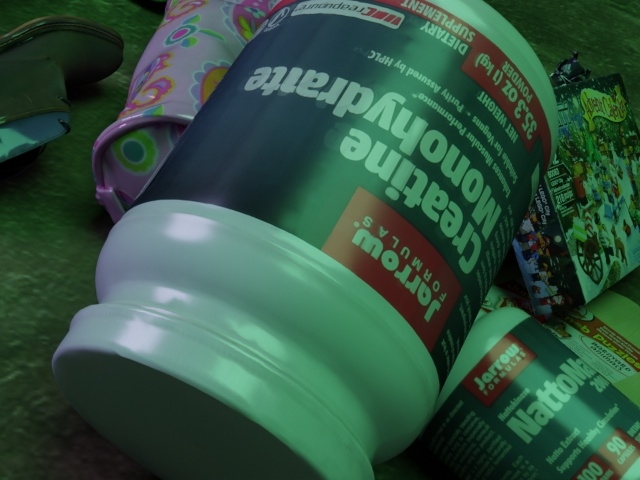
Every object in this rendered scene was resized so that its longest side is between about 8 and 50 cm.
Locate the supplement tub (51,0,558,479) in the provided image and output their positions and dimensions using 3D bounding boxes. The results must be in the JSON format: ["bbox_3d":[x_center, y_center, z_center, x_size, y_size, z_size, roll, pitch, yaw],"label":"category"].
[{"bbox_3d":[0.000,0.000,0.603,0.191,0.191,0.272,30,61,1],"label":"supplement tub"}]

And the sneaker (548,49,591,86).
[{"bbox_3d":[0.249,-0.171,1.167,0.098,0.069,0.038,-13,52,-44],"label":"sneaker"}]

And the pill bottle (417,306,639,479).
[{"bbox_3d":[0.118,0.106,0.694,0.180,0.108,0.108,41,37,18],"label":"pill bottle"}]

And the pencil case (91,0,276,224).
[{"bbox_3d":[-0.084,-0.107,0.821,0.124,0.124,0.284,22,35,-10],"label":"pencil case"}]

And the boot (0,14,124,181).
[{"bbox_3d":[-0.205,-0.092,0.772,0.219,0.082,0.106,-19,79,-52],"label":"boot"}]

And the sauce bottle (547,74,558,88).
[{"bbox_3d":[0.100,-0.054,0.879,0.111,0.111,0.344,36,34,11],"label":"sauce bottle"}]

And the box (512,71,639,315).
[{"bbox_3d":[0.211,-0.046,0.894,0.233,0.044,0.159,-21,94,-55],"label":"box"}]

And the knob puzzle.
[{"bbox_3d":[0.189,0.074,0.844,0.213,0.030,0.213,17,27,-9],"label":"knob puzzle"}]
